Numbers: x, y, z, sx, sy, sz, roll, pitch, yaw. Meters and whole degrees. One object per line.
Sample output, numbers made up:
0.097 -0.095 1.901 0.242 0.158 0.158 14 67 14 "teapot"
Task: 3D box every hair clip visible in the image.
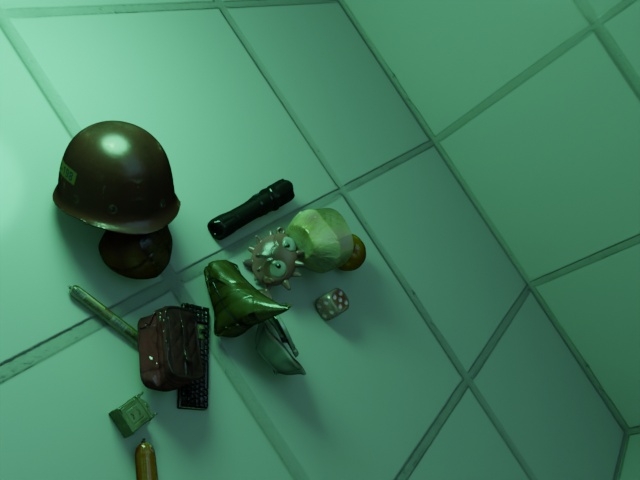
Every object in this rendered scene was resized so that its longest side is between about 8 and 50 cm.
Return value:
-0.147 0.274 1.810 0.054 0.140 0.220 -31 52 -17 "hair clip"

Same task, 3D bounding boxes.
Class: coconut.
0.000 0.000 2.049 0.259 0.259 0.259 23 50 -31 "coconut"

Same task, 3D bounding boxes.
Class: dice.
0.044 0.235 2.058 0.094 0.093 0.091 -25 83 -48 "dice"

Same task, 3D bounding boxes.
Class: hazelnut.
-0.535 0.017 1.603 0.208 0.208 0.208 23 50 -31 "hazelnut"

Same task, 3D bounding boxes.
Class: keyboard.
-0.374 0.337 1.648 0.106 0.027 0.317 17 54 -36 "keyboard"

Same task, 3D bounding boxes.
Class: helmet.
-0.559 -0.207 1.552 0.337 0.230 0.385 -8 34 -34 "helmet"

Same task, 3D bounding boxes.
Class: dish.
-0.147 0.360 1.766 0.081 0.229 0.229 -40 96 -8 "dish"

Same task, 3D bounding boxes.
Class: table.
-0.484 0.450 1.443 0.083 0.062 0.079 -33 89 -49 "table"

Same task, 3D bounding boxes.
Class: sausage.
-0.582 0.208 1.529 0.269 0.032 0.033 42 43 -15 "sausage"
-0.420 0.667 1.370 0.053 0.053 0.348 9 59 -40 "sausage"

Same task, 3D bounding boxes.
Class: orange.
0.105 0.047 2.221 0.154 0.134 0.155 5 75 -21 "orange"

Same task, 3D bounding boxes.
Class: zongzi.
-0.228 0.142 1.709 0.123 0.289 0.260 10 56 -49 "zongzi"

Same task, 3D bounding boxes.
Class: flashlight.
-0.246 -0.116 2.014 0.103 0.103 0.424 55 42 -1 "flashlight"

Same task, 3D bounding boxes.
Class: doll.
-0.162 0.079 1.929 0.211 0.093 0.262 19 77 4 "doll"

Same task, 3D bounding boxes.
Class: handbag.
-0.413 0.297 1.534 0.146 0.135 0.225 34 39 -55 "handbag"
